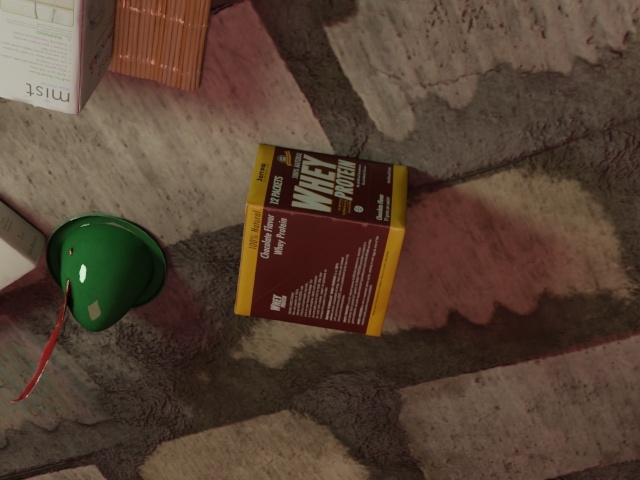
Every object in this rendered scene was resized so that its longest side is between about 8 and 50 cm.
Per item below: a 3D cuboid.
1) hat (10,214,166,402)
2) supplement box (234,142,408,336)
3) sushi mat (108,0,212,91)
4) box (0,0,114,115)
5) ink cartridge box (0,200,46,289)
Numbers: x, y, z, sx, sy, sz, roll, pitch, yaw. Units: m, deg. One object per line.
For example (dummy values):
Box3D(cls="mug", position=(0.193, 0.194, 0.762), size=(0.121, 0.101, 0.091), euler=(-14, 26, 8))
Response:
Box3D(cls="hat", position=(-0.313, 0.099, 1.483), size=(0.173, 0.183, 0.208), euler=(10, 131, -2))
Box3D(cls="supplement box", position=(0.000, 0.000, 1.396), size=(0.194, 0.129, 0.191), euler=(9, 131, -1))
Box3D(cls="sushi mat", position=(-0.192, -0.315, 1.222), size=(0.152, 0.019, 0.316), euler=(12, 131, -2))
Box3D(cls="box", position=(-0.364, -0.285, 1.184), size=(0.262, 0.126, 0.231), euler=(14, 131, 1))
Box3D(cls="ink cartridge box", position=(-0.577, 0.000, 1.510), size=(0.296, 0.066, 0.261), euler=(-29, 122, 27))
